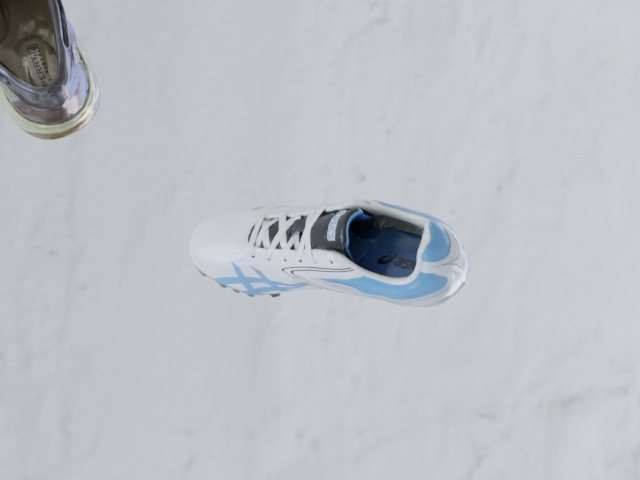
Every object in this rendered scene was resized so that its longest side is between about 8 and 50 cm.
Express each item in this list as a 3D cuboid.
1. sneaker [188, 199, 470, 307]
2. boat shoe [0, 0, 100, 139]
[{"bbox_3d":[0.000,0.000,1.234,0.086,0.237,0.085,59,-138,-50],"label":"sneaker"},{"bbox_3d":[-0.140,-0.115,0.670,0.056,0.049,0.152,-32,-102,-14],"label":"boat shoe"}]
